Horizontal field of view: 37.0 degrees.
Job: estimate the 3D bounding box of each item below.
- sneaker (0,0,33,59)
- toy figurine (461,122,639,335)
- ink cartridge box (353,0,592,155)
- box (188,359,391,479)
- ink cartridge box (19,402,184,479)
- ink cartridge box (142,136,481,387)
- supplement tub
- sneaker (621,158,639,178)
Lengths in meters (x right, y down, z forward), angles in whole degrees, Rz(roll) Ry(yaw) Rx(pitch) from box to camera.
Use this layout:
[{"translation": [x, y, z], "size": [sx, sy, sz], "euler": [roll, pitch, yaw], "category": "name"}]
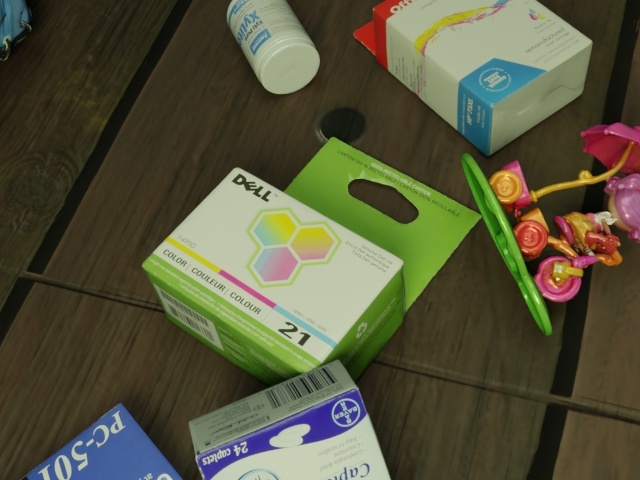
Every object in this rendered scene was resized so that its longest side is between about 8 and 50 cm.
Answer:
[{"translation": [-0.377, -0.221, 1.028], "size": [0.130, 0.147, 0.330], "euler": [-2, 74, 36], "category": "sneaker"}, {"translation": [0.228, -0.028, 0.820], "size": [0.159, 0.130, 0.173], "euler": [-24, 78, 5], "category": "toy figurine"}, {"translation": [0.148, -0.209, 0.993], "size": [0.134, 0.078, 0.231], "euler": [-34, 58, -16], "category": "ink cartridge box"}, {"translation": [-0.014, 0.180, 0.707], "size": [0.126, 0.137, 0.072], "euler": [-22, 14, -8], "category": "box"}, {"translation": [-0.210, 0.232, 0.754], "size": [0.207, 0.046, 0.097], "euler": [-38, 61, -18], "category": "ink cartridge box"}, {"translation": [0.000, 0.000, 0.857], "size": [0.189, 0.097, 0.255], "euler": [30, 65, 24], "category": "ink cartridge box"}, {"translation": [-0.052, -0.217, 1.026], "size": [0.071, 0.071, 0.107], "euler": [-23, 55, -9], "category": "supplement tub"}, {"translation": [0.367, -0.077, 0.895], "size": [0.188, 0.067, 0.078], "euler": [-31, 78, -16], "category": "sneaker"}]
